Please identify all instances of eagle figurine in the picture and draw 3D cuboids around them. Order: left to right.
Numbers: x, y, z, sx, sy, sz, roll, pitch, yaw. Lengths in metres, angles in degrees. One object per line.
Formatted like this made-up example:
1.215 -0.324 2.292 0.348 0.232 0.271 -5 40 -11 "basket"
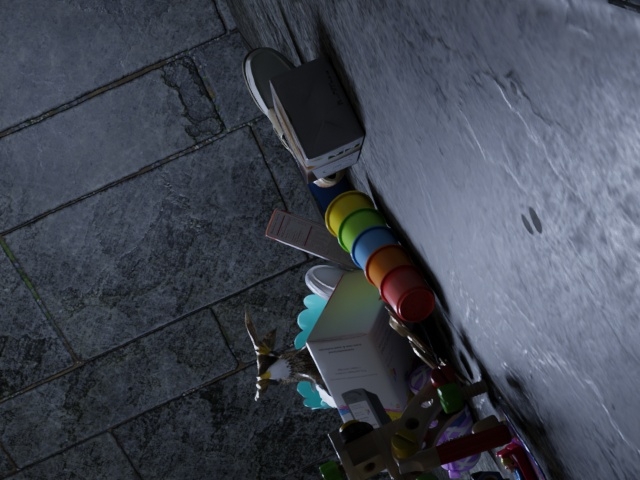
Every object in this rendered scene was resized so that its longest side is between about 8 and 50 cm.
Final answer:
-0.024 0.243 1.800 0.226 0.298 0.225 54 -135 -22 "eagle figurine"

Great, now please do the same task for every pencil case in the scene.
0.220 0.312 1.584 0.206 0.086 0.088 65 -155 -25 "pencil case"

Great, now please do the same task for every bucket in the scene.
0.065 0.250 2.046 0.281 0.183 0.281 -174 90 -71 "bucket"

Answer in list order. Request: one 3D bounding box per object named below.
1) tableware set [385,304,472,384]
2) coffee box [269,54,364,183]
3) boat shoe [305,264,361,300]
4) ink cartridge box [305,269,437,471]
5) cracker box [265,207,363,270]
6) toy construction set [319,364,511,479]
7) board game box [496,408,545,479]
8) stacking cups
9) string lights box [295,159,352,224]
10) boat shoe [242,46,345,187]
0.161 0.166 1.393 0.141 0.020 0.168 46 -176 35 "tableware set"
-0.006 -0.187 1.458 0.246 0.098 0.141 90 155 -84 "coffee box"
0.076 0.090 1.827 0.076 0.226 0.083 92 -158 -50 "boat shoe"
0.114 0.233 1.649 0.306 0.131 0.226 65 -151 -23 "ink cartridge box"
0.000 0.000 1.918 0.232 0.067 0.156 22 -179 -3 "cracker box"
0.121 0.305 1.205 0.309 0.237 0.257 78 174 -66 "toy construction set"
0.269 0.314 1.224 0.169 0.033 0.133 -117 4 -53 "board game box"
0.102 0.020 1.468 0.096 0.096 0.316 67 173 -31 "stacking cups"
-0.005 -0.162 1.938 0.133 0.076 0.260 -148 33 -85 "string lights box"
-0.042 -0.240 1.733 0.302 0.113 0.103 55 179 -12 "boat shoe"
